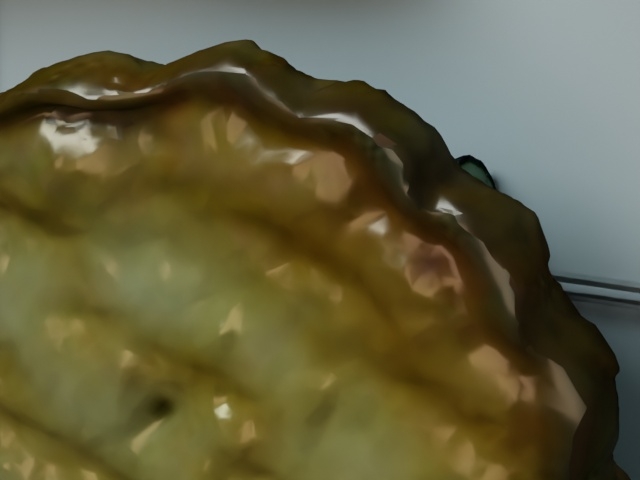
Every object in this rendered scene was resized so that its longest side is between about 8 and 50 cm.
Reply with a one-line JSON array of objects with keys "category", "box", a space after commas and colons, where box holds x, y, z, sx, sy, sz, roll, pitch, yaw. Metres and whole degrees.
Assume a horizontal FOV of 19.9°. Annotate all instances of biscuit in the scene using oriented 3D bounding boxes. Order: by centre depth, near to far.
[{"category": "biscuit", "box": [-0.034, 0.092, 0.648, 0.329, 0.078, 0.335, -3, 109, 36]}]

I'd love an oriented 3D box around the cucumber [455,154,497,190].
[{"category": "cucumber", "box": [0.000, 0.000, 0.647, 0.133, 0.032, 0.032, -14, 93, 34]}]
